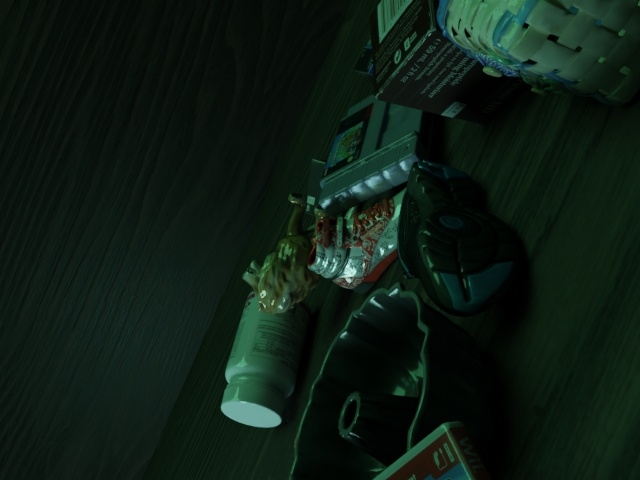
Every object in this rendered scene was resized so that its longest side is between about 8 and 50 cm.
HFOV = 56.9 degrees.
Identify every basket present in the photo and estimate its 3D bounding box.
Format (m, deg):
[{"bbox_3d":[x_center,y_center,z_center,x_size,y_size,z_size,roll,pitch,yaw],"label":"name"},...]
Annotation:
[{"bbox_3d":[0.247,-0.292,0.675,0.201,0.254,0.289,-59,27,35],"label":"basket"}]

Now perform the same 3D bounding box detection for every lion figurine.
[{"bbox_3d":[0.000,0.000,1.295,0.392,0.142,0.240,-26,-47,-50],"label":"lion figurine"}]

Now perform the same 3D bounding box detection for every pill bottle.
[{"bbox_3d":[-0.123,0.262,1.338,0.160,0.160,0.283,-49,21,50],"label":"pill bottle"}]

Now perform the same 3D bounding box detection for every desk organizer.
[{"bbox_3d":[0.003,-0.125,1.396,0.047,0.050,0.130,20,108,39],"label":"desk organizer"}]

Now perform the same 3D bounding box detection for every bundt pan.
[{"bbox_3d":[0.086,0.224,0.703,0.331,0.124,0.331,-59,17,29],"label":"bundt pan"}]

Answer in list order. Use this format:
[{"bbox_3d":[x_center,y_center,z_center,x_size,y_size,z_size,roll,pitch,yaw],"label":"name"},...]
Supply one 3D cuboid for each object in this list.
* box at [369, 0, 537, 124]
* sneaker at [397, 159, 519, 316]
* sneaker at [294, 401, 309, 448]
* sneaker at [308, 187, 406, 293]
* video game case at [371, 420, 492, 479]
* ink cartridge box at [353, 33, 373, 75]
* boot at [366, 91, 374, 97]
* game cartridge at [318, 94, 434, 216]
[{"bbox_3d":[0.202,-0.304,0.889,0.168,0.203,0.167,136,137,-58],"label":"box"},{"bbox_3d":[0.171,0.014,0.796,0.341,0.125,0.140,-80,3,-62],"label":"sneaker"},{"bbox_3d":[0.019,0.260,0.992,0.221,0.083,0.087,-59,7,14],"label":"sneaker"},{"bbox_3d":[0.078,-0.021,1.079,0.270,0.145,0.090,-57,17,34],"label":"sneaker"},{"bbox_3d":[0.100,0.313,0.435,0.204,0.025,0.285,-52,45,32],"label":"video game case"},{"bbox_3d":[0.184,-0.558,1.737,0.165,0.065,0.333,-63,15,12],"label":"ink cartridge box"},{"bbox_3d":[0.135,-0.358,1.628,0.121,0.045,0.099,-64,15,-20],"label":"boot"},{"bbox_3d":[0.120,-0.213,1.189,0.230,0.068,0.355,-21,33,30],"label":"game cartridge"}]
